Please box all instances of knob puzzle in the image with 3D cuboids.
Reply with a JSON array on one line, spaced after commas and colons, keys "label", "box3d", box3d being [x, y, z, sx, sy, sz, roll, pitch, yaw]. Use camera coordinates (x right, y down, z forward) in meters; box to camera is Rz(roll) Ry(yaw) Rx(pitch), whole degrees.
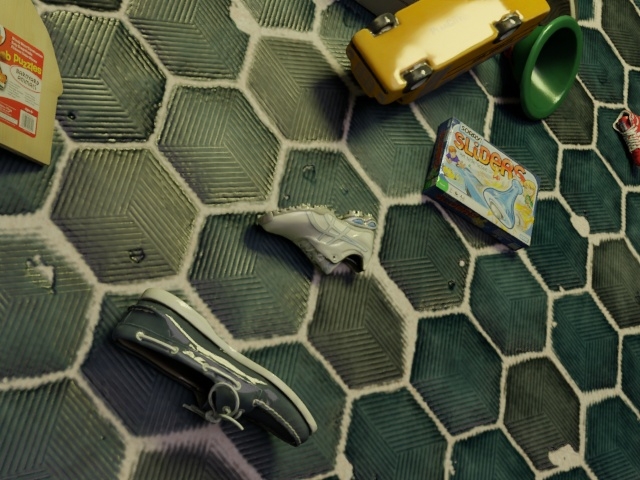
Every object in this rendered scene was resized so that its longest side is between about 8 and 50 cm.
[{"label": "knob puzzle", "box3d": [-0.348, -0.196, 0.799, 0.213, 0.029, 0.213, -5, 90, -69]}]

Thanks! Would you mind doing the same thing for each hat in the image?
[{"label": "hat", "box3d": [0.345, -0.341, 1.354, 0.173, 0.183, 0.209, -13, 122, -42]}]

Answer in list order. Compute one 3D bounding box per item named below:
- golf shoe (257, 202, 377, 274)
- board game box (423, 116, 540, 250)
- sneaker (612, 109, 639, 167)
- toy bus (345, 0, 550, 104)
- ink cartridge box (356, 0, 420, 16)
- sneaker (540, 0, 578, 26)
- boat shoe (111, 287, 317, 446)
[{"label": "golf shoe", "box3d": [0.000, 0.000, 0.990, 0.176, 0.069, 0.086, 7, 77, -30]}, {"label": "board game box", "box3d": [0.262, -0.089, 1.207, 0.201, 0.035, 0.136, 29, 61, -22]}, {"label": "sneaker", "box3d": [0.604, -0.199, 1.462, 0.067, 0.042, 0.119, 22, 56, -30]}, {"label": "toy bus", "box3d": [0.190, -0.308, 1.140, 0.332, 0.130, 0.108, -32, 84, -20]}, {"label": "ink cartridge box", "box3d": [0.115, -0.465, 1.202, 0.153, 0.087, 0.209, 29, 60, -21]}, {"label": "sneaker", "box3d": [0.469, -0.484, 1.443, 0.118, 0.083, 0.222, -3, 75, -34]}, {"label": "boat shoe", "box3d": [-0.116, 0.158, 0.842, 0.254, 0.095, 0.079, 43, 55, -13]}]
